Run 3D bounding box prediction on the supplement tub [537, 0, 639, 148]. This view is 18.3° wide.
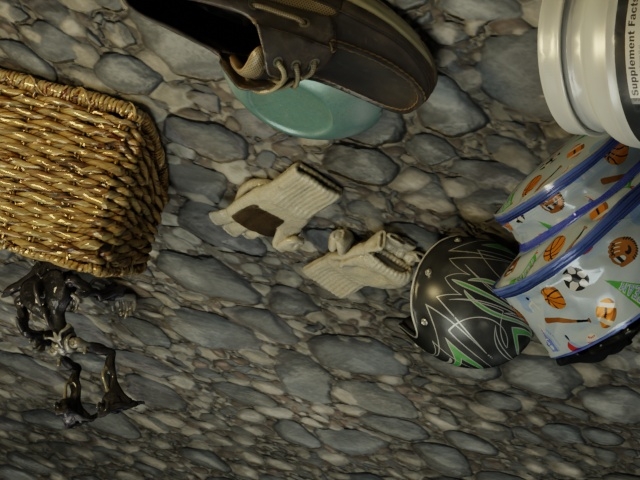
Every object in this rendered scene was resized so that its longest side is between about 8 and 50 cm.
[{"bbox_3d":[0.349,-0.175,1.758,0.272,0.191,0.191,3,147,32],"label":"supplement tub"}]

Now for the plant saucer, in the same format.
[{"bbox_3d":[-0.028,-0.161,2.219,0.195,0.037,0.195,17,153,9],"label":"plant saucer"}]

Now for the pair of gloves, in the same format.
[{"bbox_3d":[0.000,0.000,2.482,0.240,0.042,0.204,35,149,-26],"label":"pair of gloves"}]

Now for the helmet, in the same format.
[{"bbox_3d":[0.178,0.073,2.358,0.169,0.169,0.161,27,168,-10],"label":"helmet"}]

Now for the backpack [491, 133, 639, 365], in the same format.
[{"bbox_3d":[0.301,-0.008,2.016,0.213,0.263,0.276,41,151,-1],"label":"backpack"}]

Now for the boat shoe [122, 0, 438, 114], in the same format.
[{"bbox_3d":[-0.052,-0.209,2.048,0.355,0.130,0.132,26,152,-8],"label":"boat shoe"}]

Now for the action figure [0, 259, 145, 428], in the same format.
[{"bbox_3d":[-0.350,0.121,2.820,0.164,0.276,0.141,-20,175,20],"label":"action figure"}]

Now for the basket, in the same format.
[{"bbox_3d":[-0.341,-0.094,2.502,0.299,0.223,0.213,14,-176,15],"label":"basket"}]
